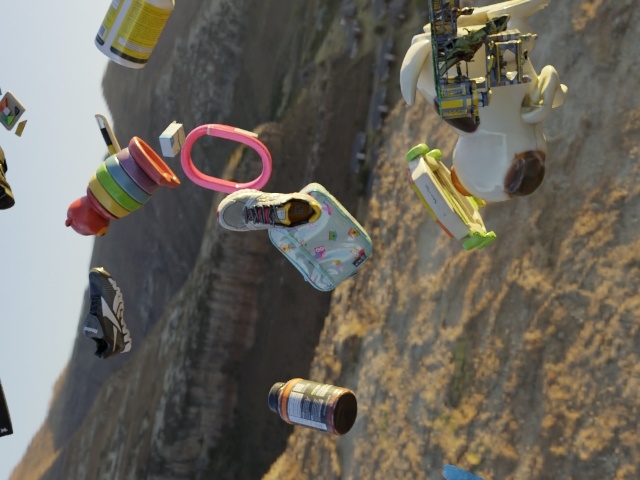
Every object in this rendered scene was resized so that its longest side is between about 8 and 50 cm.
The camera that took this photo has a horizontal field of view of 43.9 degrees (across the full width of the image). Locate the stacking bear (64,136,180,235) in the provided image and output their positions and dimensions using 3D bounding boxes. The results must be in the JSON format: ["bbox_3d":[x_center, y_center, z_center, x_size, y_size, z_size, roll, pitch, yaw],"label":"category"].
[{"bbox_3d":[-0.543,-0.121,2.095,0.289,0.164,0.175,-40,-1,3],"label":"stacking bear"}]

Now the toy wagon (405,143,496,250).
[{"bbox_3d":[0.323,-0.098,1.923,0.068,0.267,0.344,-35,-14,20],"label":"toy wagon"}]

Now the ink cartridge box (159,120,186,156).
[{"bbox_3d":[-0.325,-0.228,1.769,0.083,0.028,0.048,-65,-25,-50],"label":"ink cartridge box"}]

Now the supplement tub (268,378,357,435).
[{"bbox_3d":[-0.021,0.371,1.793,0.197,0.106,0.106,5,82,37],"label":"supplement tub"}]

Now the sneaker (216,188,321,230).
[{"bbox_3d":[-0.104,-0.064,1.651,0.092,0.225,0.088,-155,59,-72],"label":"sneaker"}]

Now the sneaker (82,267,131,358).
[{"bbox_3d":[-0.525,0.184,1.905,0.106,0.078,0.234,-36,-57,-51],"label":"sneaker"}]

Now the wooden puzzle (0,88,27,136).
[{"bbox_3d":[-0.747,-0.309,1.903,0.079,0.116,0.014,-52,-9,16],"label":"wooden puzzle"}]

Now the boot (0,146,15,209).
[{"bbox_3d":[-0.968,-0.231,2.284,0.263,0.091,0.229,79,170,-61],"label":"boot"}]

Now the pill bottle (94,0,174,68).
[{"bbox_3d":[-0.379,-0.478,1.661,0.209,0.119,0.119,-56,21,24],"label":"pill bottle"}]

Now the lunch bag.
[{"bbox_3d":[0.000,0.000,2.254,0.224,0.279,0.108,-42,11,7],"label":"lunch bag"}]

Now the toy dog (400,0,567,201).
[{"bbox_3d":[0.370,-0.283,1.711,0.284,0.395,0.408,-2,115,44],"label":"toy dog"}]

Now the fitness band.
[{"bbox_3d":[-0.296,-0.253,2.515,0.054,0.290,0.209,-87,12,-66],"label":"fitness band"}]

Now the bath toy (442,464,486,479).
[{"bbox_3d":[0.244,0.613,1.500,0.151,0.129,0.348,-20,43,54],"label":"bath toy"}]

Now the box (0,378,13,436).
[{"bbox_3d":[-0.660,0.231,1.383,0.103,0.184,0.261,-155,55,-65],"label":"box"}]

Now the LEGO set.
[{"bbox_3d":[0.293,-0.377,1.399,0.255,0.192,0.332,-65,-31,-76],"label":"LEGO set"}]

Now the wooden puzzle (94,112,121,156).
[{"bbox_3d":[-0.583,-0.238,2.281,0.239,0.044,0.221,62,168,-3],"label":"wooden puzzle"}]
